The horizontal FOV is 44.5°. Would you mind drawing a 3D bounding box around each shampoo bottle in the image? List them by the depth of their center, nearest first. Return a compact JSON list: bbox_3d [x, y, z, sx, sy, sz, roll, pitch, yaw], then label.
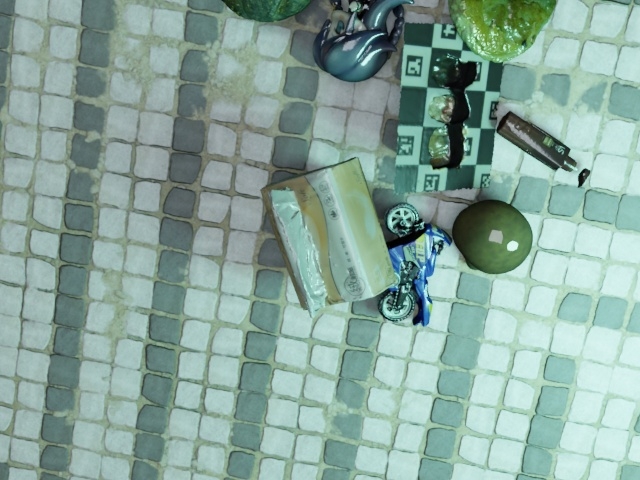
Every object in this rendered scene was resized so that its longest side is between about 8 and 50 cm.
[{"bbox_3d":[0.517,-0.210,1.805,0.236,0.067,0.068,31,96,-3],"label":"shampoo bottle"}]

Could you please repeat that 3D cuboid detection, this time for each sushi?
[{"bbox_3d":[0.266,-0.303,1.786,0.296,0.100,0.373,-7,107,-31],"label":"sushi"}]

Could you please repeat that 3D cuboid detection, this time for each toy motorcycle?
[{"bbox_3d":[0.224,0.060,1.867,0.168,0.113,0.316,1,111,-5],"label":"toy motorcycle"}]

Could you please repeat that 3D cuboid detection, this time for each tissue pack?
[{"bbox_3d":[0.000,0.000,1.739,0.238,0.238,0.306,-17,99,8],"label":"tissue pack"}]

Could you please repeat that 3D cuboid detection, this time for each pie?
[{"bbox_3d":[0.393,-0.531,1.697,0.276,0.078,0.277,-2,95,-23],"label":"pie"}]

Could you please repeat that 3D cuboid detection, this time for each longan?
[{"bbox_3d":[0.393,-0.001,1.820,0.184,0.159,0.204,31,139,9],"label":"longan"}]

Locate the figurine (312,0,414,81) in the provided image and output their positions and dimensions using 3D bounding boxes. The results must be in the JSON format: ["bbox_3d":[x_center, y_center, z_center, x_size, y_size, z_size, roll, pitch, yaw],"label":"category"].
[{"bbox_3d":[0.092,-0.482,1.735,0.197,0.175,0.265,37,110,-8],"label":"figurine"}]

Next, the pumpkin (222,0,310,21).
[{"bbox_3d":[-0.112,-0.637,1.671,0.291,0.257,0.328,35,102,11],"label":"pumpkin"}]

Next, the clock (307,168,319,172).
[{"bbox_3d":[0.010,-0.059,1.888,0.225,0.049,0.226,1,101,6],"label":"clock"}]
